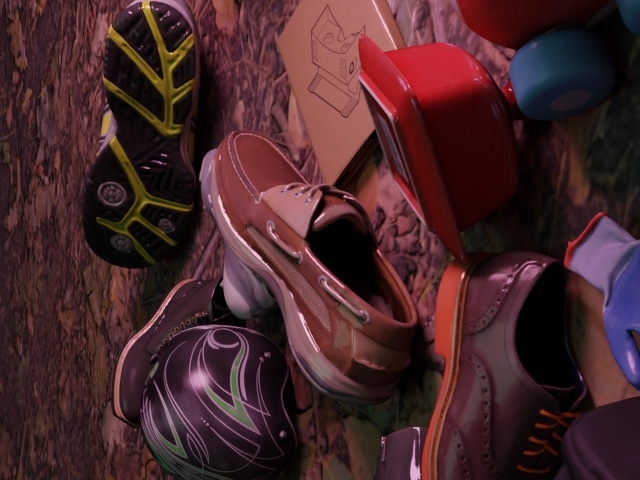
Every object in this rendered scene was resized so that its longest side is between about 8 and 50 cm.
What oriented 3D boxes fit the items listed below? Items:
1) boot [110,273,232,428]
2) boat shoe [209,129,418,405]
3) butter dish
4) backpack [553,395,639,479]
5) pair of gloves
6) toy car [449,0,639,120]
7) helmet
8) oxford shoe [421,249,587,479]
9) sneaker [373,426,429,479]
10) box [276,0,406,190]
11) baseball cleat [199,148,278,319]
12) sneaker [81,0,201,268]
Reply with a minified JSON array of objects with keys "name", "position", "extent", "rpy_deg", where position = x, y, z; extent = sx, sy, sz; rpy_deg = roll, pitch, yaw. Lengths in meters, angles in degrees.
[{"name":"boot","position":[-0.165,0.119,1.254],"extent":[0.137,0.076,0.198],"rpy_deg":[-20,43,53]},{"name":"boat shoe","position":[0.000,0.000,1.018],"extent":[0.324,0.123,0.116],"rpy_deg":[56,132,30]},{"name":"butter dish","position":[0.109,-0.090,0.836],"extent":[0.160,0.118,0.160],"rpy_deg":[-117,5,-62]},{"name":"backpack","position":[0.210,0.301,0.560],"extent":[0.290,0.273,0.356],"rpy_deg":[21,118,53]},{"name":"pair of gloves","position":[0.233,-0.007,0.665],"extent":[0.198,0.023,0.159],"rpy_deg":[-59,34,21]},{"name":"toy car","position":[0.108,-0.222,0.714],"extent":[0.210,0.237,0.219],"rpy_deg":[-41,55,51]},{"name":"helmet","position":[-0.109,0.190,1.156],"extent":[0.169,0.169,0.162],"rpy_deg":[128,150,-45]},{"name":"oxford shoe","position":[0.141,0.141,0.796],"extent":[0.098,0.096,0.272],"rpy_deg":[-7,83,53]},{"name":"sneaker","position":[0.066,0.259,0.950],"extent":[0.222,0.083,0.118],"rpy_deg":[119,158,-49]},{"name":"box","position":[0.023,-0.176,1.064],"extent":[0.164,0.021,0.201],"rpy_deg":[-52,47,45]},{"name":"baseball cleat","position":[-0.073,-0.019,1.191],"extent":[0.109,0.072,0.206],"rpy_deg":[-27,71,41]},{"name":"sneaker","position":[-0.211,-0.135,1.377],"extent":[0.147,0.145,0.385],"rpy_deg":[-81,7,-60]}]
